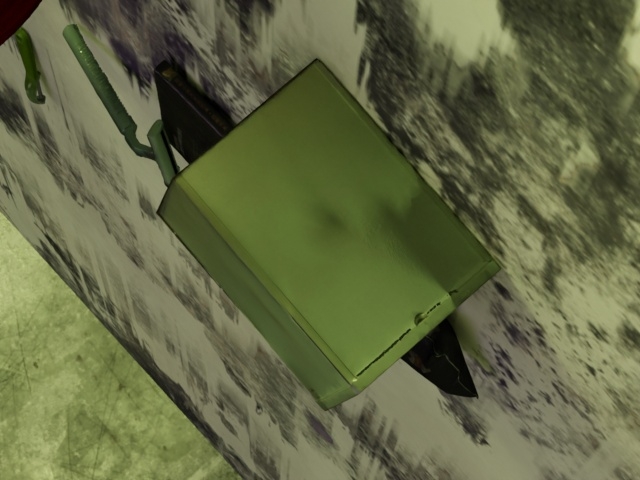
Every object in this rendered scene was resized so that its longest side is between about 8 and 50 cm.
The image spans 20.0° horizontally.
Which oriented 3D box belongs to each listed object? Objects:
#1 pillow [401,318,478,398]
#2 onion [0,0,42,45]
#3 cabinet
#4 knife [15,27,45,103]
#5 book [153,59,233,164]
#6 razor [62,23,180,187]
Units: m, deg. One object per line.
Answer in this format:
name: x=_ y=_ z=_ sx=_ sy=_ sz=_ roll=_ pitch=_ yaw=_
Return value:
pillow: x=0.075 y=0.071 z=1.537 sx=0.150 sy=0.048 sz=0.090 roll=42 pitch=157 yaw=42
onion: x=-0.360 y=-0.265 z=1.430 sx=0.341 sy=0.341 sz=0.341 roll=46 pitch=166 yaw=15
cabinet: x=0.000 y=0.000 z=1.370 sx=0.206 sy=0.145 sz=0.150 roll=49 pitch=167 yaw=1
knife: x=-0.349 y=-0.205 z=2.180 sx=0.022 sy=0.026 sz=0.184 roll=32 pitch=159 yaw=12
book: x=-0.071 y=-0.057 z=1.699 sx=0.228 sy=0.024 sz=0.160 roll=46 pitch=166 yaw=14
razor: x=-0.209 y=-0.145 z=1.812 sx=0.211 sy=0.036 sz=0.084 roll=50 pitch=165 yaw=32
